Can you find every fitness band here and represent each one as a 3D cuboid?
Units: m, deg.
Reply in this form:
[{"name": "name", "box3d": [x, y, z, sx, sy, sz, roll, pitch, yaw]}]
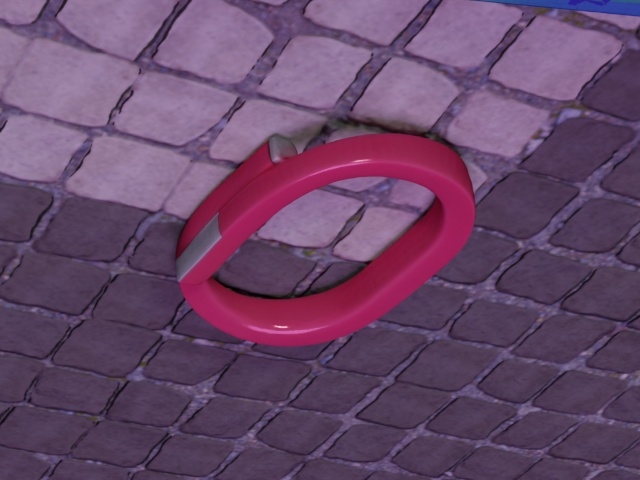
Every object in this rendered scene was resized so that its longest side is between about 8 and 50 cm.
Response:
[{"name": "fitness band", "box3d": [0.000, 0.000, 1.344, 0.209, 0.054, 0.291, 17, 139, -34]}]

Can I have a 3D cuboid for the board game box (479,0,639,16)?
[{"name": "board game box", "box3d": [0.179, -0.226, 1.061, 0.210, 0.047, 0.160, 3, 143, -15]}]
